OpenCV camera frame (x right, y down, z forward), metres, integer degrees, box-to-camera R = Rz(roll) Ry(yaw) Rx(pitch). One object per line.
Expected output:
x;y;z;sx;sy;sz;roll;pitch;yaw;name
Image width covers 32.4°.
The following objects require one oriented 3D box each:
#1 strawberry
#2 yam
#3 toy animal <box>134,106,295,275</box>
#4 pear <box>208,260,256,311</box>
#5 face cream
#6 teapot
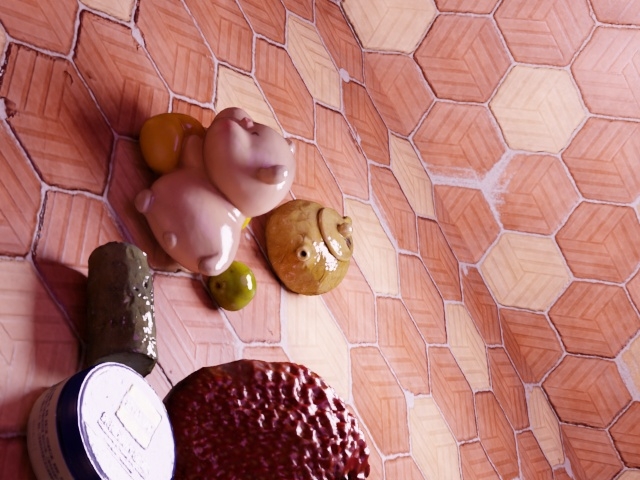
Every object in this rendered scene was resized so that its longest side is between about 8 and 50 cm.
-0.101;0.332;1.711;0.351;0.267;0.312;39;64;-17;strawberry
-0.303;0.106;1.665;0.107;0.107;0.194;33;41;-50;yam
-0.174;-0.127;1.948;0.278;0.246;0.345;57;27;-17;toy animal
-0.156;0.080;2.004;0.097;0.092;0.092;-18;85;-64;pear
-0.303;0.279;1.515;0.206;0.111;0.206;46;31;-39;face cream
0.000;0.000;2.281;0.203;0.167;0.311;65;25;-4;teapot
